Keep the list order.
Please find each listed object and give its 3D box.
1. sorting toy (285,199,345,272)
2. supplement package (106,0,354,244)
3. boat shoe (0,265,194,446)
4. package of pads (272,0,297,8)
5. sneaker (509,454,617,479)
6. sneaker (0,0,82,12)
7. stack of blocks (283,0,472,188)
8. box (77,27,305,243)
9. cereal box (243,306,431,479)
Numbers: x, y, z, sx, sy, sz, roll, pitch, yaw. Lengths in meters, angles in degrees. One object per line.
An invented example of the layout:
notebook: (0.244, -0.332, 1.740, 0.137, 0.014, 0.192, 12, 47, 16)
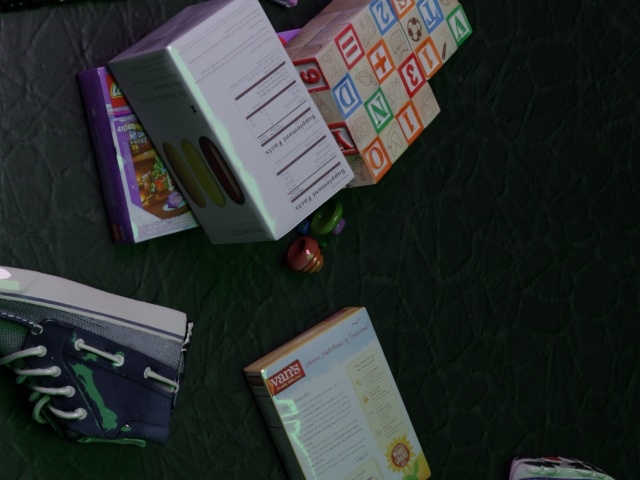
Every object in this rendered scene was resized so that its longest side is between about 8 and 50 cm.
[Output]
sorting toy: (0.000, 0.000, 2.103, 0.042, 0.061, 0.102, 39, 91, -28)
supplement package: (-0.098, -0.132, 1.921, 0.134, 0.139, 0.244, -39, 109, -30)
boat shoe: (-0.288, 0.129, 1.860, 0.340, 0.127, 0.158, 15, 73, -34)
package of pads: (-0.046, -0.327, 2.098, 0.050, 0.032, 0.083, 19, 78, -34)
sneaker: (0.320, 0.327, 2.321, 0.170, 0.068, 0.071, 7, 100, -25)
sneaker: (-0.309, -0.325, 1.895, 0.283, 0.107, 0.124, -12, 80, -38)
stack of blocks: (0.069, -0.211, 2.092, 0.297, 0.087, 0.171, -49, 121, -42)
box: (-0.124, -0.125, 2.023, 0.293, 0.057, 0.201, -15, 97, -33)
cereal box: (0.024, 0.223, 2.120, 0.173, 0.047, 0.240, -29, 104, -31)
